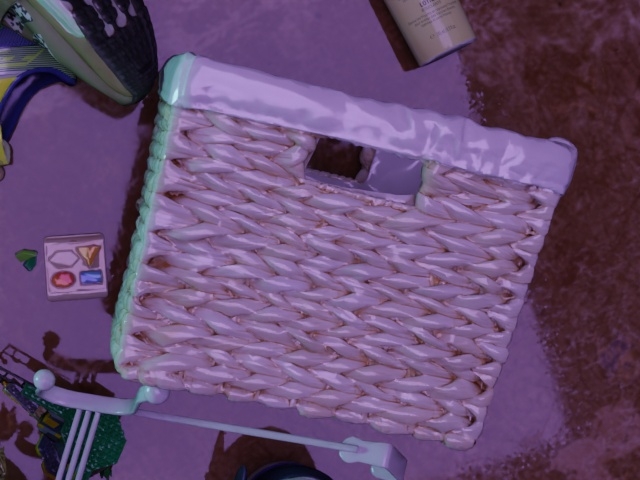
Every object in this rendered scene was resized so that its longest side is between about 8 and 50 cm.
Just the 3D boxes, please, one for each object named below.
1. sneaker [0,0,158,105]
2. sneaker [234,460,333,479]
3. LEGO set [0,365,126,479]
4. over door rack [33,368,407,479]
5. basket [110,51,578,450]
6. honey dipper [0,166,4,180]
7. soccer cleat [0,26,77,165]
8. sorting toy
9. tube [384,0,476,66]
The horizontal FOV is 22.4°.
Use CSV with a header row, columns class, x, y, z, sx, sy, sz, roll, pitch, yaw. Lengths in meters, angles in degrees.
class,x,y,z,sx,sy,sz,roll,pitch,yaw
sneaker,-0.318,-0.238,1.387,0.410,0.158,0.182,41,118,0
sneaker,-0.060,0.356,1.434,0.130,0.236,0.322,20,89,-9
LEGO set,-0.358,0.208,1.441,0.331,0.192,0.255,25,59,-22
over door rack,-0.110,0.244,1.300,0.324,0.108,0.239,11,72,9
basket,0.000,0.000,1.384,0.328,0.331,0.266,13,92,-8
honey dipper,-0.344,-0.006,1.485,0.030,0.030,0.160,36,83,-8
soccer cleat,-0.345,-0.093,1.445,0.289,0.093,0.121,-42,94,-6
sorting toy,-0.241,0.026,1.507,0.083,0.012,0.062,-4,93,-9
tube,0.066,-0.281,1.520,0.070,0.062,0.240,-26,90,-46
